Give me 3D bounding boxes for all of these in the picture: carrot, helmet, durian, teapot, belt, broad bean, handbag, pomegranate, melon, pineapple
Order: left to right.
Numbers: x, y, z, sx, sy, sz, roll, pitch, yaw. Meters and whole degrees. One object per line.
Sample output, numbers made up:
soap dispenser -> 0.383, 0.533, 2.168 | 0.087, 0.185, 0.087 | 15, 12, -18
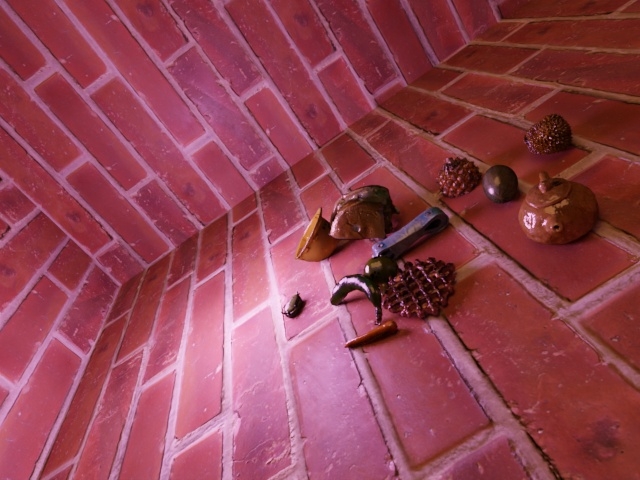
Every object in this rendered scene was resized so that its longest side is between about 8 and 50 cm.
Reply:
handbag -> -0.106, 0.250, 1.825 | 0.072, 0.047, 0.111 | -10, 38, 42
helmet -> 0.000, 0.000, 1.993 | 0.257, 0.140, 0.205 | -55, 13, 35
broad bean -> 0.118, 0.181, 1.589 | 0.292, 0.050, 0.143 | 12, 96, 57
carrot -> 0.149, 0.292, 1.441 | 0.190, 0.037, 0.037 | -28, 27, 21
pomegranate -> 0.208, 0.121, 1.583 | 0.122, 0.122, 0.161 | -24, 54, 25
belt -> 0.320, -0.012, 1.693 | 0.302, 0.087, 0.072 | -34, 38, 6
pineapple -> 0.514, -0.264, 1.809 | 0.176, 0.136, 0.161 | -34, 25, 3
melon -> 0.608, -0.193, 1.599 | 0.114, 0.114, 0.167 | -23, 31, 27
durian -> 0.794, -0.366, 1.641 | 0.168, 0.136, 0.158 | -22, 7, 10
teapot -> 0.654, -0.108, 1.329 | 0.203, 0.167, 0.311 | -21, 29, 31

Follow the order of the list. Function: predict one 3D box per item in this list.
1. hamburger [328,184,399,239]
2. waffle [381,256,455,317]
hamburger -> 0.171, -0.116, 1.866 | 0.288, 0.192, 0.167 | -3, 24, 2
waffle -> 0.308, 0.142, 1.463 | 0.221, 0.055, 0.234 | -1, 47, 39
